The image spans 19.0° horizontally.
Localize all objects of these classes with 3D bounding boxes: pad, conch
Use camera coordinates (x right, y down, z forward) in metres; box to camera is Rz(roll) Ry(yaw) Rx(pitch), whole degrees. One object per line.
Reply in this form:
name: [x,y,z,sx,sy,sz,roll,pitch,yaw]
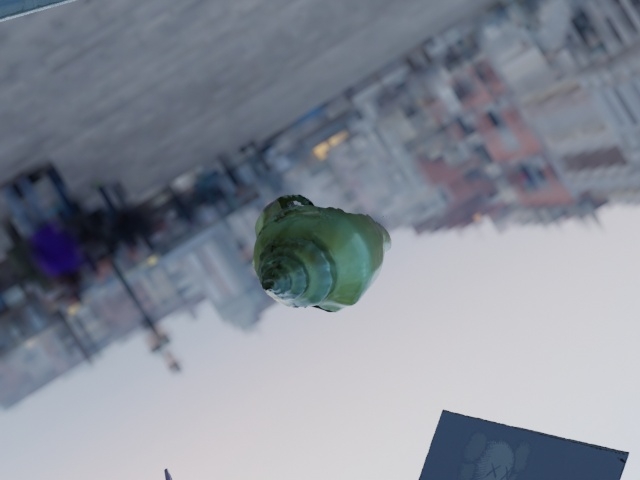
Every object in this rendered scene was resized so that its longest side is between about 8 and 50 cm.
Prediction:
pad: [0.152,0.210,1.507,0.004,0.190,0.127,26,-81,60]
conch: [-0.001,0.004,1.354,0.079,0.095,0.201,-57,180,12]

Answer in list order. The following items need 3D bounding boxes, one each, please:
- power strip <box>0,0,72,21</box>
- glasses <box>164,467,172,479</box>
power strip: [-0.173,-0.204,1.292,0.052,0.078,0.272,27,-144,36]
glasses: [-0.125,0.166,0.988,0.103,0.062,0.140,-2,157,-5]
